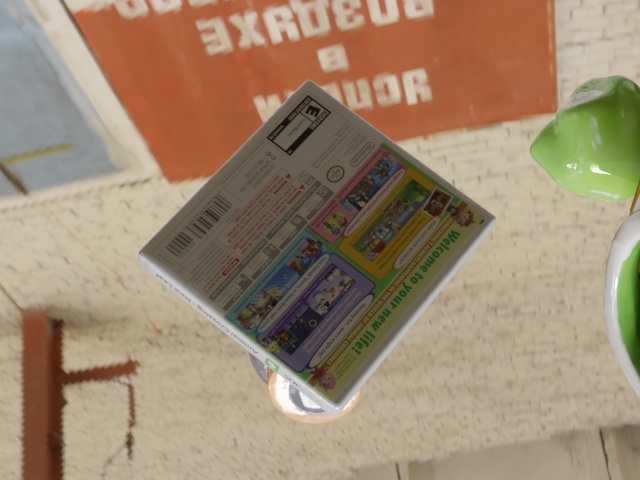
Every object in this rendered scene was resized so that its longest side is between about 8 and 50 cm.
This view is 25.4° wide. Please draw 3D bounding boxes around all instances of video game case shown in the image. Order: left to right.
[{"bbox_3d":[0.000,0.000,1.098,0.193,0.023,0.212,37,-116,10],"label":"video game case"}]

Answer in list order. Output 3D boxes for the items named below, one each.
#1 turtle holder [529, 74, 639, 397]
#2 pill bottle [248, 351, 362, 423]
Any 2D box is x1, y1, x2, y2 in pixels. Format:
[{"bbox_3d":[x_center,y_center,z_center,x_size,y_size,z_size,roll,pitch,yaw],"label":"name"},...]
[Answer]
[{"bbox_3d":[0.254,-0.009,0.701,0.227,0.243,0.320,-18,-116,-21],"label":"turtle holder"},{"bbox_3d":[-0.005,0.069,1.390,0.130,0.130,0.246,-10,-147,6],"label":"pill bottle"}]
